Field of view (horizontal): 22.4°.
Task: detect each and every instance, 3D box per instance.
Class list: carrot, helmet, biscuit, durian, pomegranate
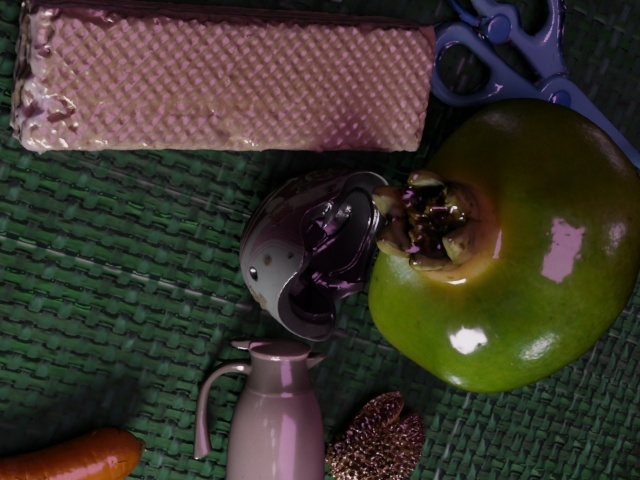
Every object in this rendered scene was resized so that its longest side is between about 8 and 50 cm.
[{"bbox_3d":[-0.294,0.226,1.550,0.271,0.062,0.066,-8,143,-24],"label":"carrot"},{"bbox_3d":[-0.016,0.000,1.607,0.177,0.107,0.153,-54,148,-26],"label":"helmet"},{"bbox_3d":[-0.085,-0.151,1.534,0.426,0.078,0.144,0,107,-30],"label":"biscuit"},{"bbox_3d":[0.059,0.228,1.751,0.140,0.071,0.111,-21,115,-18],"label":"durian"},{"bbox_3d":[0.192,0.018,1.621,0.310,0.216,0.358,-56,156,11],"label":"pomegranate"}]

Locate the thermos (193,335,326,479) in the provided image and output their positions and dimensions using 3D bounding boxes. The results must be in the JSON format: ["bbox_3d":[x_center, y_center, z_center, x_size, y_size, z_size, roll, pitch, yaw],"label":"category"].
[{"bbox_3d":[-0.061,0.193,1.657,0.137,0.105,0.193,2,103,1],"label":"thermos"}]

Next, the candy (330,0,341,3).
[{"bbox_3d":[-0.055,-0.254,1.544,0.202,0.061,0.061,10,101,-41],"label":"candy"}]

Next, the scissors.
[{"bbox_3d":[0.254,-0.162,1.757,0.393,0.032,0.180,37,92,-34],"label":"scissors"}]
